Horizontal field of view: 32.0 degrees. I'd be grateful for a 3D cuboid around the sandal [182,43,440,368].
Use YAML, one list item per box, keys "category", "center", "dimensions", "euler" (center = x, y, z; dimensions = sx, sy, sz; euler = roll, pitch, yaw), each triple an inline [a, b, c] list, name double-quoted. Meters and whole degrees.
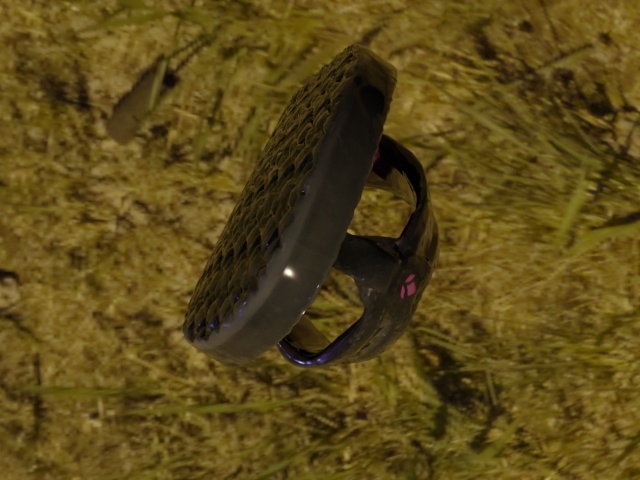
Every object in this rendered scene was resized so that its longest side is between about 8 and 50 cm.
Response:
- category: "sandal"
  center: [0.001, -0.002, 0.649]
  dimensions: [0.107, 0.446, 0.167]
  euler: [27, 86, -5]
